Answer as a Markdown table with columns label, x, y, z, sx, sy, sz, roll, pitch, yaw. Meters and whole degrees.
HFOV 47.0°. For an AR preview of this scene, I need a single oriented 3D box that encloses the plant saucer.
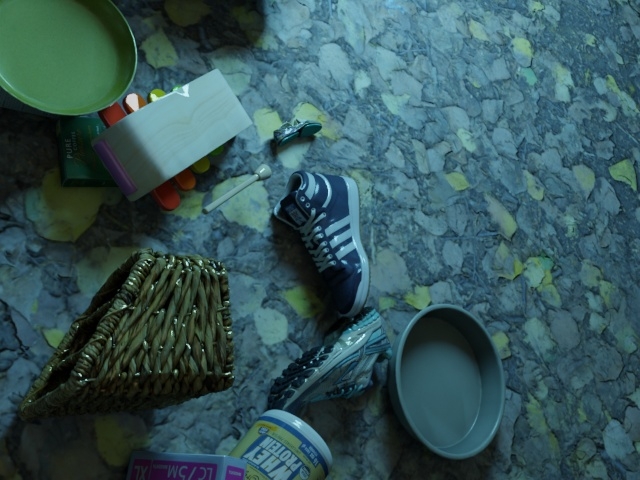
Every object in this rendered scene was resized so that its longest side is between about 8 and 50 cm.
| label | x | y | z | sx | sy | sz | roll | pitch | yaw |
| --- | --- | --- | --- | --- | --- | --- | --- | --- | --- |
| plant saucer | -0.403 | -0.296 | 1.123 | 0.240 | 0.037 | 0.241 | 10 | 69 | -30 |

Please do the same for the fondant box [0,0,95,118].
| label | x | y | z | sx | sy | sz | roll | pitch | yaw |
| --- | --- | --- | --- | --- | --- | --- | --- | --- | --- |
| fondant box | -0.526 | -0.342 | 1.142 | 0.330 | 0.096 | 0.238 | 10 | 69 | -30 |

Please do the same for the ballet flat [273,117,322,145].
| label | x | y | z | sx | sy | sz | roll | pitch | yaw |
| --- | --- | --- | --- | --- | --- | --- | --- | --- | --- |
| ballet flat | -0.047 | -0.218 | 1.431 | 0.114 | 0.041 | 0.041 | -26 | 89 | -36 |

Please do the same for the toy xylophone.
| label | x | y | z | sx | sy | sz | roll | pitch | yaw |
| --- | --- | --- | --- | --- | --- | --- | --- | --- | --- |
| toy xylophone | -0.216 | -0.163 | 1.236 | 0.322 | 0.081 | 0.236 | -33 | 97 | -49 |

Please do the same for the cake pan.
| label | x | y | z | sx | sy | sz | roll | pitch | yaw |
| --- | --- | --- | --- | --- | --- | --- | --- | --- | --- |
| cake pan | 0.240 | 0.271 | 1.417 | 0.293 | 0.054 | 0.293 | 12 | 69 | -34 |

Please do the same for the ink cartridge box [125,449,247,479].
| label | x | y | z | sx | sy | sz | roll | pitch | yaw |
| --- | --- | --- | --- | --- | --- | --- | --- | --- | --- |
| ink cartridge box | -0.211 | 0.453 | 1.012 | 0.065 | 0.185 | 0.311 | 33 | 57 | -51 |

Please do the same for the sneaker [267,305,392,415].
| label | x | y | z | sx | sy | sz | roll | pitch | yaw |
| --- | --- | --- | --- | --- | --- | --- | --- | --- | --- |
| sneaker | 0.032 | 0.235 | 1.284 | 0.283 | 0.110 | 0.122 | -38 | 99 | -34 |

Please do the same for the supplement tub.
| label | x | y | z | sx | sy | sz | roll | pitch | yaw |
| --- | --- | --- | --- | --- | --- | --- | --- | --- | --- |
| supplement tub | -0.089 | 0.379 | 1.136 | 0.144 | 0.144 | 0.200 | 49 | 56 | -9 |

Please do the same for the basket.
| label | x | y | z | sx | sy | sz | roll | pitch | yaw |
| --- | --- | --- | --- | --- | --- | --- | --- | --- | --- |
| basket | -0.278 | 0.123 | 1.012 | 0.223 | 0.299 | 0.214 | 3 | 72 | -31 |

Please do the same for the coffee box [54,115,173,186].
| label | x | y | z | sx | sy | sz | roll | pitch | yaw |
| --- | --- | --- | --- | --- | --- | --- | --- | --- | --- |
| coffee box | -0.341 | -0.146 | 1.222 | 0.184 | 0.040 | 0.113 | -4 | 76 | -33 |

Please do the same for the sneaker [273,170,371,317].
| label | x | y | z | sx | sy | sz | roll | pitch | yaw |
| --- | --- | --- | --- | --- | --- | --- | --- | --- | --- |
| sneaker | 0.000 | 0.000 | 1.346 | 0.153 | 0.099 | 0.282 | 12 | 61 | -33 |
